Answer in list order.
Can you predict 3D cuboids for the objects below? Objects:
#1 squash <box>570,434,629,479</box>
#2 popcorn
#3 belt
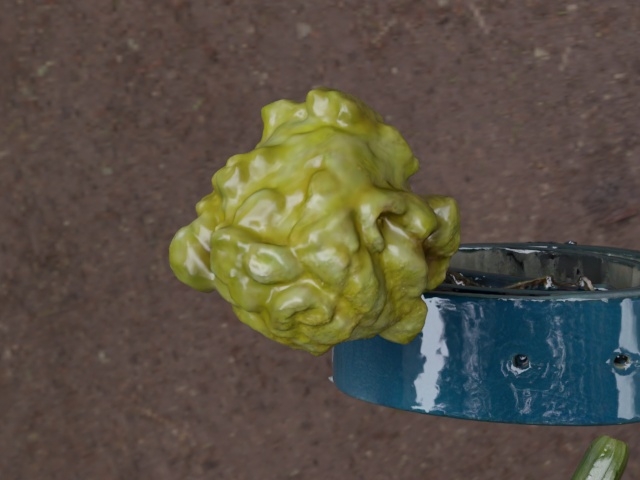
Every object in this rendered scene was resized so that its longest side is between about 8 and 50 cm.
[{"bbox_3d":[0.350,0.369,1.884,0.066,0.066,0.229,27,95,30],"label":"squash"},{"bbox_3d":[0.000,0.000,1.328,0.241,0.250,0.235,32,143,16],"label":"popcorn"},{"bbox_3d":[0.216,0.098,1.568,0.436,0.300,0.173,7,103,27],"label":"belt"}]
